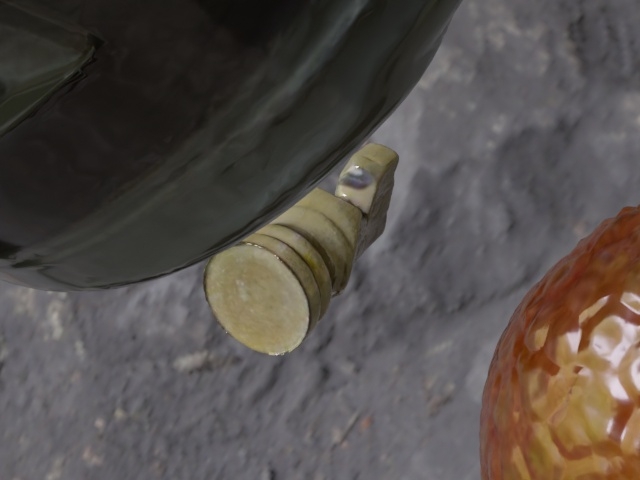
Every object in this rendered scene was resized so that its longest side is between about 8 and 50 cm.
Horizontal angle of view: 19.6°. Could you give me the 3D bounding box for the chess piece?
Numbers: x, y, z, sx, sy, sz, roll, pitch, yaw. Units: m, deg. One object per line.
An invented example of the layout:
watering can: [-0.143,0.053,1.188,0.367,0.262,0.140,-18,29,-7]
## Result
chess piece: [0.000,0.000,1.370,0.090,0.090,0.200,38,38,8]

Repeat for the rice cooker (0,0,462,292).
rice cooker: [-0.114,-0.158,0.500,0.325,0.335,0.335,25,41,-40]

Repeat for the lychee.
lychee: [0.086,0.046,0.424,0.114,0.140,0.101,28,76,32]
